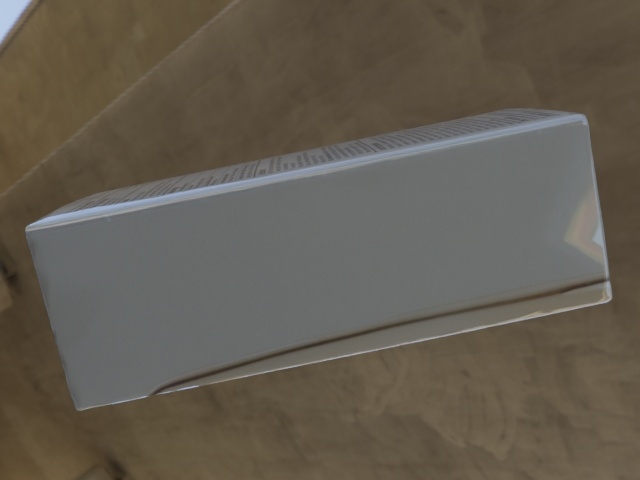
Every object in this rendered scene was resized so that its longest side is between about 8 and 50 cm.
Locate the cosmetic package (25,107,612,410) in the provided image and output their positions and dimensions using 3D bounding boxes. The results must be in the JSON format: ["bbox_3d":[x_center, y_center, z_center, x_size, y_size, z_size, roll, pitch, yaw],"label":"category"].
[{"bbox_3d":[0.000,0.000,0.507,0.160,0.310,0.113,-98,176,-79],"label":"cosmetic package"}]
